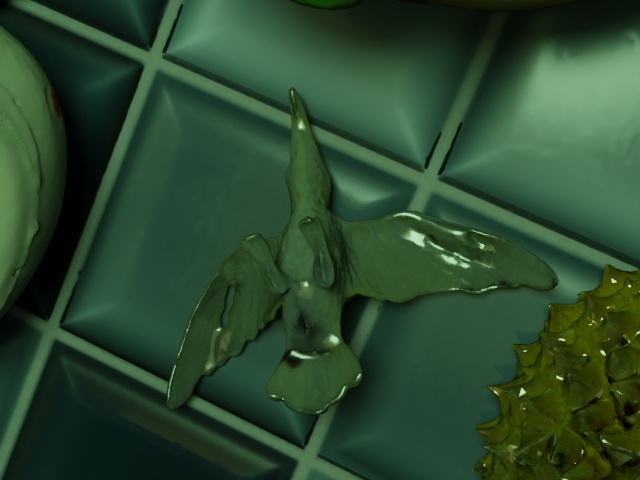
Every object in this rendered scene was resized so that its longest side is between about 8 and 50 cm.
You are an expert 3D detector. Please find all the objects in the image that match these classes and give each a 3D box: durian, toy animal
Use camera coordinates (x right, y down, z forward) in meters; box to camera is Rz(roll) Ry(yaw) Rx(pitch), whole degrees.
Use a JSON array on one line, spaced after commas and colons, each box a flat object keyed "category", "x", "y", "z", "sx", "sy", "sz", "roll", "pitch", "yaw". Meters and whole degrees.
[{"category": "durian", "x": 0.171, "y": 0.107, "z": 0.515, "sx": 0.183, "sy": 0.138, "sz": 0.250, "roll": 40, "pitch": 109, "yaw": -1}, {"category": "toy animal", "x": 0.000, "y": 0.000, "z": 0.562, "sx": 0.219, "sy": 0.095, "sz": 0.155, "roll": -11, "pitch": 97, "yaw": 14}]

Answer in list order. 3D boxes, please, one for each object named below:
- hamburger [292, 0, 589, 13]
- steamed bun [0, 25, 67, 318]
[{"category": "hamburger", "x": 0.080, "y": -0.288, "z": 0.420, "sx": 0.395, "sy": 0.277, "sz": 0.396, "roll": 2, "pitch": 97, "yaw": 13}, {"category": "steamed bun", "x": -0.229, "y": -0.030, "z": 0.590, "sx": 0.177, "sy": 0.131, "sz": 0.228, "roll": 34, "pitch": 113, "yaw": -18}]
